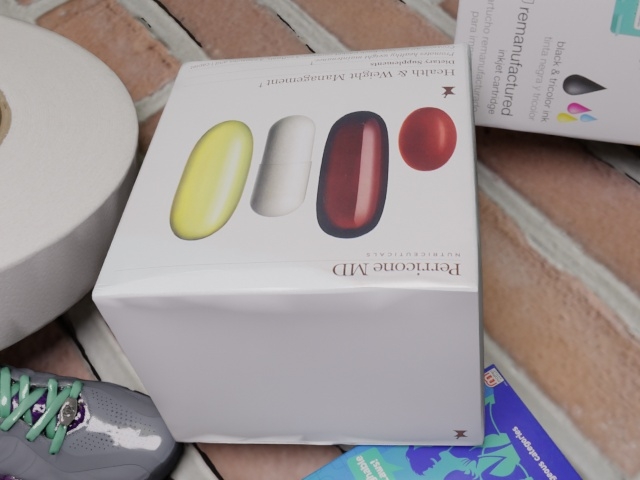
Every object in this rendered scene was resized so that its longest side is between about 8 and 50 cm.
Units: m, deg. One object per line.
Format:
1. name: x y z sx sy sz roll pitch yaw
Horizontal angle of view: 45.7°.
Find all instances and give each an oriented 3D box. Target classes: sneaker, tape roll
1. sneaker: -0.202 0.111 0.478 0.224 0.098 0.083 5 59 8
2. tape roll: -0.325 -0.059 0.528 0.392 0.072 0.392 7 39 -5

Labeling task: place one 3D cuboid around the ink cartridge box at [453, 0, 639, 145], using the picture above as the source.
1. ink cartridge box: 0.243 -0.196 0.540 0.270 0.198 0.197 9 37 11

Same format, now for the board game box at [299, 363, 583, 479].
1. board game box: 0.060 0.191 0.435 0.210 0.047 0.160 -29 60 -12

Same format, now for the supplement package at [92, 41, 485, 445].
1. supplement package: 0.000 0.000 0.471 0.194 0.149 0.203 -2 47 10
